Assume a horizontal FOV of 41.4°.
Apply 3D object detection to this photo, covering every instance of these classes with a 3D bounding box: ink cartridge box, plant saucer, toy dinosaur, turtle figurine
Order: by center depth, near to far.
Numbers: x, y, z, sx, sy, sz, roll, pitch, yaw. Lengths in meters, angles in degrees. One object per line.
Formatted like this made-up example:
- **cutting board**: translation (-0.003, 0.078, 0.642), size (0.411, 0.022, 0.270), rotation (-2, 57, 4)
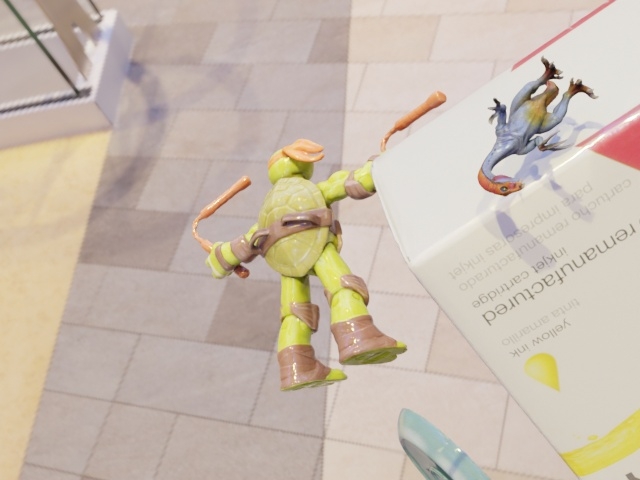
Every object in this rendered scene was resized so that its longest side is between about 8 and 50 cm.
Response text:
- **toy dinosaur**: translation (0.120, -0.060, 0.487), size (0.047, 0.090, 0.082), rotation (40, 96, 12)
- **ink cartridge box**: translation (0.264, 0.033, 0.645), size (0.279, 0.385, 0.160), rotation (-35, 28, 11)
- **turtle figurine**: translation (0.000, 0.000, 0.693), size (0.269, 0.087, 0.217), rotation (-25, 66, 23)
- **plant saucer**: translation (0.241, 0.427, 1.491), size (0.043, 0.317, 0.317), rotation (-42, 53, -12)
